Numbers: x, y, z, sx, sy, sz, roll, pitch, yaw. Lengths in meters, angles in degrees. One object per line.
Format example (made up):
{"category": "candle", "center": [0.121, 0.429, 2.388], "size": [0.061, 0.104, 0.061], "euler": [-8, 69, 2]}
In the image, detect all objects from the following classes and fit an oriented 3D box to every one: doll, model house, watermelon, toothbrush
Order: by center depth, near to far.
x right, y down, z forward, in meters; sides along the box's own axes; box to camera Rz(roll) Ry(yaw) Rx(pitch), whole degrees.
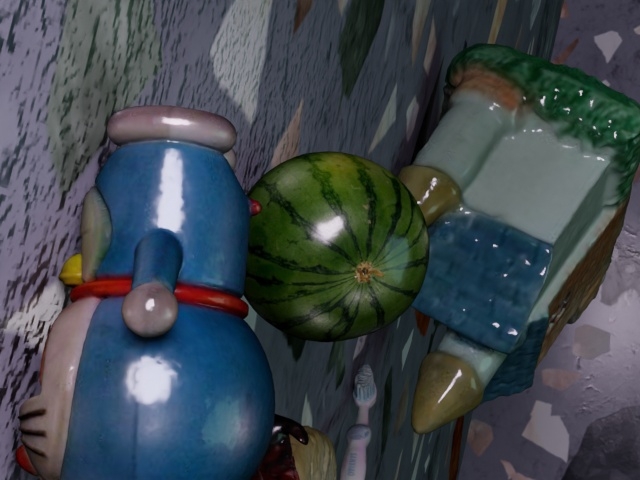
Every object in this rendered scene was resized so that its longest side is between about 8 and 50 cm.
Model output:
{"category": "doll", "center": [-0.057, 0.033, 0.444], "size": [0.114, 0.086, 0.151], "euler": [100, -6, -80]}
{"category": "watermelon", "center": [0.003, 0.004, 0.647], "size": [0.109, 0.109, 0.109], "euler": [12, 90, -78]}
{"category": "toothbrush", "center": [0.029, 0.161, 1.005], "size": [0.269, 0.021, 0.027], "euler": [-77, 156, -70]}
{"category": "model house", "center": [0.129, 0.028, 1.156], "size": [0.325, 0.194, 0.267], "euler": [-54, 160, -30]}

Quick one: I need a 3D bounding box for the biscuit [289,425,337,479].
{"category": "biscuit", "center": [-0.030, 0.222, 0.849], "size": [0.265, 0.040, 0.188], "euler": [-54, 152, -62]}

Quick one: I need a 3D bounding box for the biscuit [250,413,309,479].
{"category": "biscuit", "center": [-0.055, 0.158, 0.615], "size": [0.235, 0.063, 0.151], "euler": [41, 73, -82]}
